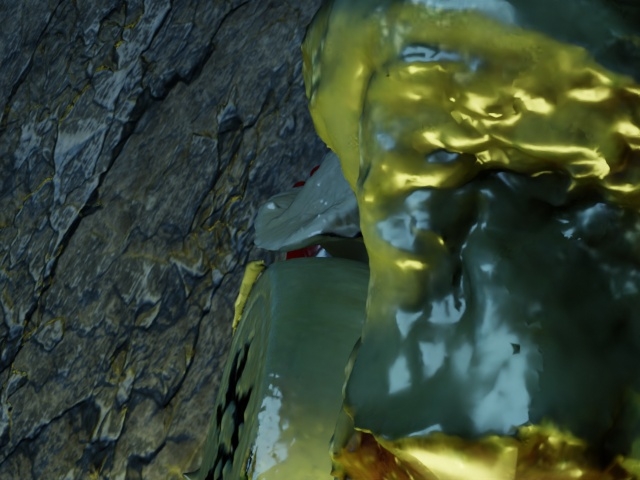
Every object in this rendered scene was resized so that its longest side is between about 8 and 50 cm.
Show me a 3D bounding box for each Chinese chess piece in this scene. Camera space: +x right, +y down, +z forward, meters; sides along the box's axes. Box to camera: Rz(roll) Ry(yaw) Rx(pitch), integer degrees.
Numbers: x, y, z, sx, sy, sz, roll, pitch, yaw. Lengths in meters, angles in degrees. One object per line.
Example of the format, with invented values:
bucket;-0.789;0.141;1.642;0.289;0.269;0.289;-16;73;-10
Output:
Chinese chess piece;-0.017;0.184;1.227;0.349;0.146;0.349;-167;90;-81

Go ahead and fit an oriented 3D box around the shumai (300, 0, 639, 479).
shumai;0.126;0.026;0.996;0.324;0.397;0.323;10;79;13

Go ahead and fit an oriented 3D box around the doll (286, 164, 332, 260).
doll;0.000;0.001;1.541;0.104;0.062;0.195;-25;36;13

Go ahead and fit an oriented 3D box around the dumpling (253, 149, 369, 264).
dumpling;0.062;-0.050;1.371;0.227;0.243;0.175;8;83;57
